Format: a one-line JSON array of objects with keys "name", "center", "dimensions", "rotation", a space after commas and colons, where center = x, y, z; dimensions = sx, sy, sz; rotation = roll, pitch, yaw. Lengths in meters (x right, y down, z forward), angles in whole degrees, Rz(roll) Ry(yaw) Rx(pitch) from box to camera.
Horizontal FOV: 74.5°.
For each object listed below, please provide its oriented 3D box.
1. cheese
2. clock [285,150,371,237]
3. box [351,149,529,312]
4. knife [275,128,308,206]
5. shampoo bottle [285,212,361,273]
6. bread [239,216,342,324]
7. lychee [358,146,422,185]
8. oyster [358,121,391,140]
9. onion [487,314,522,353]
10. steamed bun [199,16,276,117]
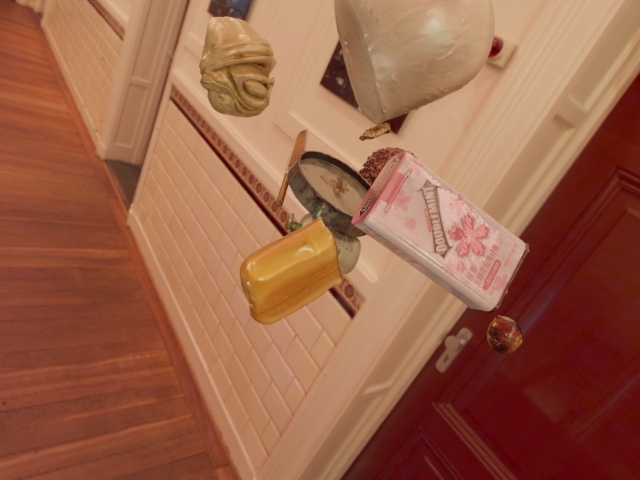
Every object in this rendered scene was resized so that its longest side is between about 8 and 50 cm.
[{"name": "cheese", "center": [0.117, -0.266, 0.534], "dimensions": [0.189, 0.198, 0.154], "rotation": [-13, 15, 14]}, {"name": "clock", "center": [0.048, -0.144, 1.232], "dimensions": [0.312, 0.061, 0.313], "rotation": [26, 34, -19]}, {"name": "box", "center": [0.267, -0.011, 0.927], "dimensions": [0.369, 0.190, 0.112], "rotation": [36, -10, -12]}, {"name": "knife", "center": [-0.084, -0.226, 1.304], "dimensions": [0.046, 0.256, 0.022], "rotation": [17, 2, -4]}, {"name": "shampoo bottle", "center": [0.000, 0.000, 1.172], "dimensions": [0.234, 0.118, 0.087], "rotation": [27, -18, -31]}, {"name": "bread", "center": [-0.049, 0.048, 0.671], "dimensions": [0.173, 0.134, 0.085], "rotation": [-27, 48, -18]}, {"name": "lychee", "center": [0.258, -0.193, 1.541], "dimensions": [0.264, 0.300, 0.264], "rotation": [4, 41, -4]}, {"name": "oyster", "center": [0.188, -0.373, 1.459], "dimensions": [0.029, 0.086, 0.132], "rotation": [54, -10, -28]}, {"name": "onion", "center": [0.584, 0.305, 1.344], "dimensions": [0.117, 0.118, 0.119], "rotation": [38, 17, -27]}, {"name": "steamed bun", "center": [-0.239, -0.538, 1.340], "dimensions": [0.203, 0.289, 0.276], "rotation": [19, 27, 13]}]
